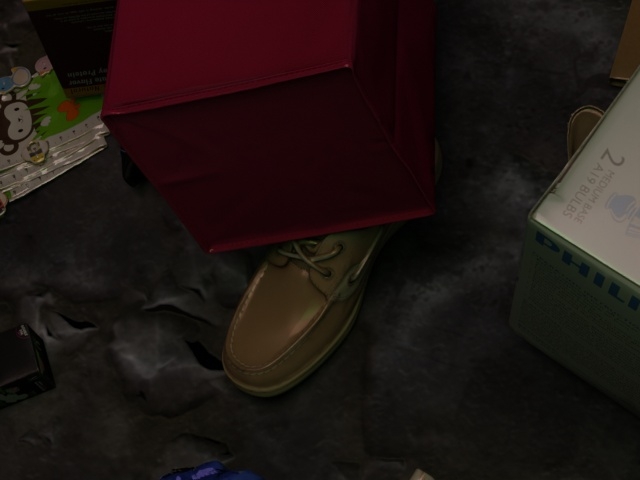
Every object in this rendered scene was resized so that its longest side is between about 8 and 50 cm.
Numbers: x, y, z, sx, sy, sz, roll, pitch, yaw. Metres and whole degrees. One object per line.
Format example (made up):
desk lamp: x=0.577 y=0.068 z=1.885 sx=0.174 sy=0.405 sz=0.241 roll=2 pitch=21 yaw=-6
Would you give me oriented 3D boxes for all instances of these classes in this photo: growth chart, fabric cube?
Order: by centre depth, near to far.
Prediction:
fabric cube: x=-0.041 y=-0.176 z=1.869 sx=0.254 sy=0.259 sz=0.258 roll=-8 pitch=55 yaw=18
growth chart: x=-0.329 y=-0.127 z=2.170 sx=0.237 sy=0.021 sz=0.172 roll=-35 pitch=62 yaw=-5

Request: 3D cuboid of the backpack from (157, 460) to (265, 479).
backpack: x=-0.102 y=0.267 z=1.874 sx=0.120 sy=0.098 sz=0.101 roll=-15 pitch=58 yaw=9

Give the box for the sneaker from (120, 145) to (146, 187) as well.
sneaker: x=-0.106 y=-0.099 z=2.066 sx=0.232 sy=0.081 sz=0.090 roll=-1 pitch=68 yaw=23

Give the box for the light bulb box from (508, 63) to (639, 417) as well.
light bulb box: x=0.359 y=-0.044 z=1.726 sx=0.225 sy=0.361 sz=0.358 roll=33 pitch=77 yaw=12

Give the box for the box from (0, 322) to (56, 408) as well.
box: x=-0.331 y=0.135 z=2.026 sx=0.083 sy=0.052 sz=0.062 roll=-21 pitch=63 yaw=4

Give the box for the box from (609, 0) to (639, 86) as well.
box: x=0.407 y=-0.240 z=2.020 sx=0.164 sy=0.021 sz=0.201 roll=11 pitch=69 yaw=20

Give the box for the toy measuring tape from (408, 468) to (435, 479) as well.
toy measuring tape: x=0.209 y=0.286 z=1.770 sx=0.330 sy=0.121 sz=0.121 roll=27 pitch=75 yaw=25

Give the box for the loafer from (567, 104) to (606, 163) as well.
loafer: x=0.280 y=-0.078 z=1.960 sx=0.056 sy=0.050 sz=0.148 roll=-9 pitch=64 yaw=10

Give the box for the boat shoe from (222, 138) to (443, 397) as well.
boat shoe: x=0.000 y=0.000 z=1.966 sx=0.121 sy=0.110 sz=0.341 roll=25 pitch=74 yaw=25

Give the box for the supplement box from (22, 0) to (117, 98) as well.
supplement box: x=-0.209 y=-0.269 z=2.095 sx=0.191 sy=0.194 sz=0.129 roll=-7 pitch=62 yaw=5
